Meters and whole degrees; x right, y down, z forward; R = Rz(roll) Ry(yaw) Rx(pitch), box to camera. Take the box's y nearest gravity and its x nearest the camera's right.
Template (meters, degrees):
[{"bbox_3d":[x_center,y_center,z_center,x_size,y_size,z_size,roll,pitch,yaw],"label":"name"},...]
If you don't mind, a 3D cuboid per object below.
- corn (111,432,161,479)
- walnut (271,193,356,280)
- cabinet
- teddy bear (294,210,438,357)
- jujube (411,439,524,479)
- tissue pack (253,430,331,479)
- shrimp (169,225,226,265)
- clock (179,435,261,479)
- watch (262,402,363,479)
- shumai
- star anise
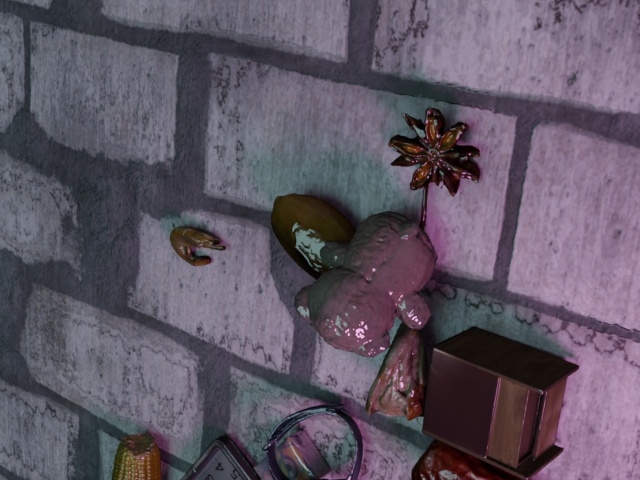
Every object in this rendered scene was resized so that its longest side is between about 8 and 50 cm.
[{"bbox_3d":[-0.459,0.636,2.423,0.131,0.131,0.344,24,116,31],"label":"corn"},{"bbox_3d":[0.000,0.000,1.897,0.245,0.137,0.137,45,125,19],"label":"walnut"},{"bbox_3d":[0.314,0.277,1.719,0.215,0.148,0.174,19,114,37],"label":"cabinet"},{"bbox_3d":[0.093,0.078,1.759,0.236,0.151,0.267,31,82,14],"label":"teddy bear"},{"bbox_3d":[0.279,0.464,1.774,0.243,0.183,0.183,40,124,10],"label":"jujube"},{"bbox_3d":[-0.063,0.491,2.122,0.148,0.060,0.108,-45,73,36],"label":"tissue pack"},{"bbox_3d":[-0.270,0.021,2.163,0.162,0.045,0.095,14,111,32],"label":"shrimp"},{"bbox_3d":[-0.205,0.620,2.273,0.273,0.049,0.279,50,126,17],"label":"clock"},{"bbox_3d":[-0.016,0.433,2.021,0.206,0.068,0.193,-6,86,14],"label":"watch"},{"bbox_3d":[0.166,0.248,1.807,0.120,0.201,0.201,25,118,10],"label":"shumai"},{"bbox_3d":[0.185,-0.135,1.750,0.177,0.073,0.234,44,123,1],"label":"star anise"}]
